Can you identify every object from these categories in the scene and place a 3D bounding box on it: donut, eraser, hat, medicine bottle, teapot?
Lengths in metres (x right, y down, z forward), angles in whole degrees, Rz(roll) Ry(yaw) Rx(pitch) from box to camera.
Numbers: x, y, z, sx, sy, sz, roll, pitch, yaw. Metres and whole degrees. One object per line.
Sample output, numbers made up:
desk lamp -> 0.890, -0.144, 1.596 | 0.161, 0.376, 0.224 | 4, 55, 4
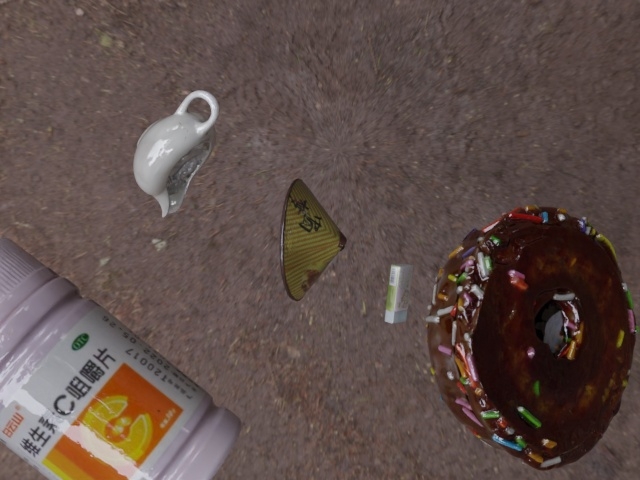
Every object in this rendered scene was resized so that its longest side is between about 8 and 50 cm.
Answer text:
donut -> 0.186, 0.082, 0.742 | 0.235, 0.089, 0.235 | 4, 83, -35
eraser -> 0.112, 0.076, 1.181 | 0.019, 0.038, 0.083 | 11, 99, 37
hat -> 0.000, 0.000, 1.274 | 0.082, 0.193, 0.193 | 2, 96, 15
medicine bottle -> -0.196, 0.122, 0.666 | 0.249, 0.133, 0.133 | 41, 96, -2
teapot -> -0.218, -0.140, 1.241 | 0.092, 0.145, 0.226 | 41, 129, 7
